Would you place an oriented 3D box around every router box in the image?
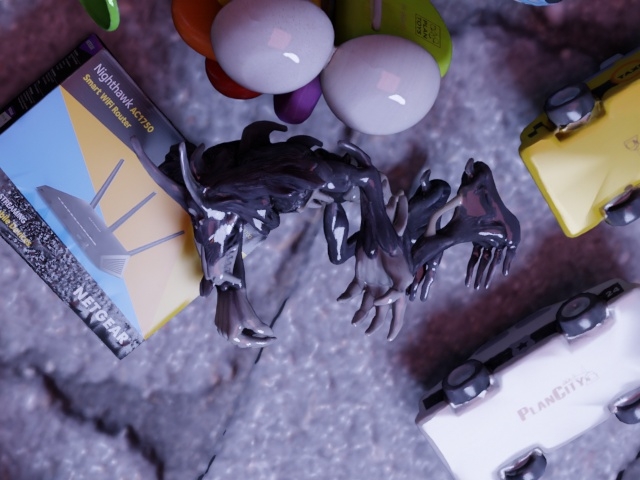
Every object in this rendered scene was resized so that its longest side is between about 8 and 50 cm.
[{"bbox_3d":[-0.141,-0.028,1.294,0.133,0.046,0.179,-41,117,1],"label":"router box"}]

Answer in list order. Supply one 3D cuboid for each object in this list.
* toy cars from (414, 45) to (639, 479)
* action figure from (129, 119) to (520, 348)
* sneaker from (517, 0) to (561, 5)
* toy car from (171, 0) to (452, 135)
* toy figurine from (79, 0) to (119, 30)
[{"bbox_3d":[0.191,0.004,1.381,0.176,0.087,0.393,15,108,-15],"label":"toy cars"},{"bbox_3d":[0.000,0.000,1.245,0.276,0.164,0.141,6,85,-42],"label":"action figure"},{"bbox_3d":[0.138,-0.229,1.285,0.063,0.073,0.162,-22,113,-6],"label":"sneaker"},{"bbox_3d":[-0.009,-0.134,1.256,0.182,0.159,0.136,19,138,-21],"label":"toy car"},{"bbox_3d":[-0.101,-0.225,1.188,0.159,0.173,0.130,-29,149,-15],"label":"toy figurine"}]
